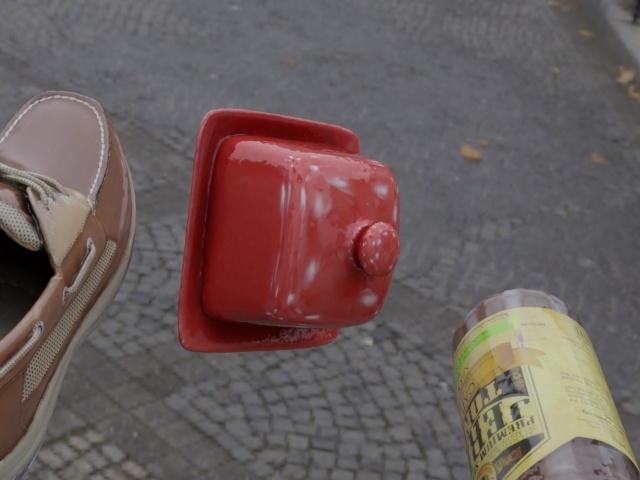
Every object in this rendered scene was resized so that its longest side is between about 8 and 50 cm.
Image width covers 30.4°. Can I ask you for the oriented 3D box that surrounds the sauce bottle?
[{"bbox_3d":[0.155,0.160,0.768,0.111,0.111,0.344,7,27,-5],"label":"sauce bottle"}]

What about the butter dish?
[{"bbox_3d":[0.000,0.000,0.766,0.118,0.160,0.160,8,3,43],"label":"butter dish"}]

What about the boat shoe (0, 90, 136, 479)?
[{"bbox_3d":[-0.190,0.007,0.738,0.123,0.116,0.324,6,47,0],"label":"boat shoe"}]
